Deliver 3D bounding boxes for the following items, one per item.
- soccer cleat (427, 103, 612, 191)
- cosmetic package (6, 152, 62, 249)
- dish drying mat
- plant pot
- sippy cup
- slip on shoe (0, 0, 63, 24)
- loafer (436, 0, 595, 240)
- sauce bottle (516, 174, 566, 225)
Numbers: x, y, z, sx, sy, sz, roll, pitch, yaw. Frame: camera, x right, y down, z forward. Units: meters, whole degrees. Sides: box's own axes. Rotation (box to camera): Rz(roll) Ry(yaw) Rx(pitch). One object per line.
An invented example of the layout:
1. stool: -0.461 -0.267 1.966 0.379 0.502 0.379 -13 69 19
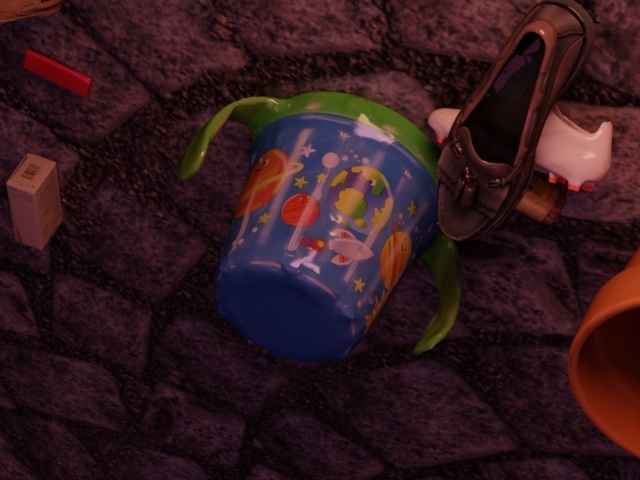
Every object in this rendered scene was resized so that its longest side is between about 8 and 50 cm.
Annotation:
1. soccer cleat: 0.200 -0.109 1.495 0.196 0.068 0.076 21 103 28
2. cosmetic package: -0.359 -0.048 1.893 0.041 0.060 0.115 20 141 11
3. dish drying mat: -0.302 -0.193 1.730 0.083 0.008 0.032 26 142 2
4. plant pot: 0.408 0.079 1.470 0.291 0.203 0.291 17 143 13
5. sippy cup: 0.000 0.000 1.601 0.305 0.224 0.240 15 142 14
6. slip on shoe: -0.317 -0.255 1.574 0.041 0.135 0.051 -25 82 35
7. loafer: 0.165 -0.107 1.420 0.096 0.084 0.267 34 122 17
8. sauce bottle: 0.192 -0.061 1.564 0.128 0.042 0.042 28 143 -5
